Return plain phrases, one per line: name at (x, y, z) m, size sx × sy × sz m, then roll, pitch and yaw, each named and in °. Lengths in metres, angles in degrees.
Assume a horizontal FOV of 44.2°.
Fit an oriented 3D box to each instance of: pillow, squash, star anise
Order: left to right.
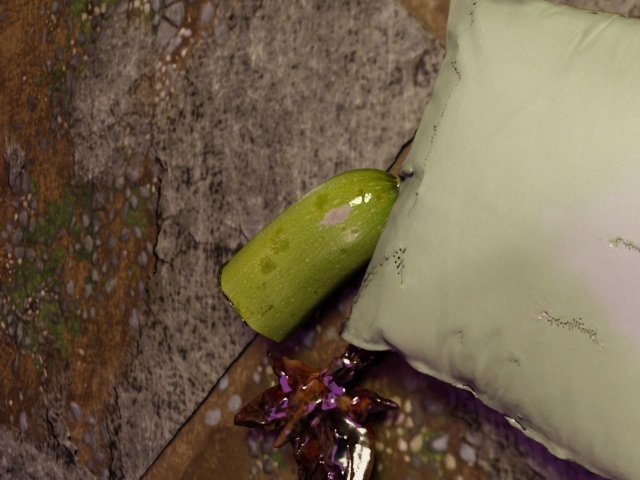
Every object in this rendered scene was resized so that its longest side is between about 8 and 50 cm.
squash at (0.000, 0.000, 0.696) m, size 0.188 × 0.095 × 0.095 m, roll -43°, pitch 63°, yaw 26°
star anise at (0.006, 0.163, 0.700) m, size 0.212 × 0.053 × 0.157 m, roll -20°, pitch 74°, yaw 35°
pillow at (0.171, -0.010, 0.530) m, size 0.310 × 0.119 × 0.313 m, roll 27°, pitch 105°, yaw 40°
